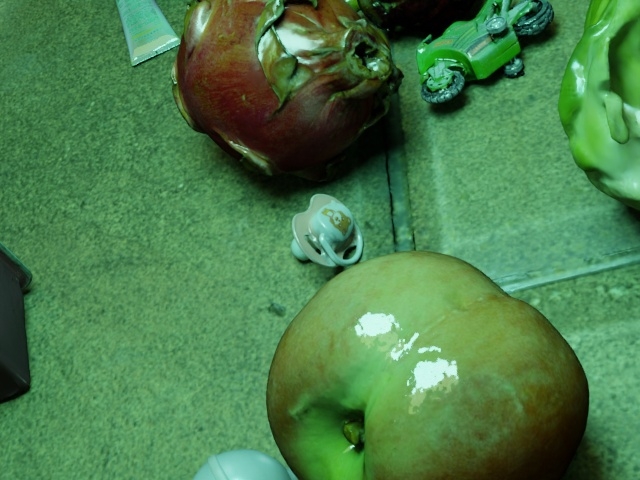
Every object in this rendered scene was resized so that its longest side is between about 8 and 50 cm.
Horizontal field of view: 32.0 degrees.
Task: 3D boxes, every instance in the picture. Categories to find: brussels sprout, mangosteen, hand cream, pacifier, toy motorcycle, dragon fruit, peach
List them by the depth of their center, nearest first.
[{"bbox_3d":[0.090,0.129,0.912,0.252,0.252,0.252,-13,47,15],"label":"peach"},{"bbox_3d":[0.383,-0.192,1.014,0.276,0.315,0.371,23,99,10],"label":"brussels sprout"},{"bbox_3d":[0.000,0.000,1.188,0.078,0.081,0.099,-35,8,39],"label":"pacifier"},{"bbox_3d":[-0.044,-0.185,1.245,0.315,0.250,0.250,20,62,34],"label":"dragon fruit"},{"bbox_3d":[0.179,-0.226,1.293,0.190,0.074,0.106,-39,38,-10],"label":"toy motorcycle"},{"bbox_3d":[0.112,-0.335,1.355,0.172,0.172,0.184,-45,26,-15],"label":"mangosteen"},{"bbox_3d":[-0.259,-0.321,1.598,0.076,0.047,0.174,-26,54,-1],"label":"hand cream"}]

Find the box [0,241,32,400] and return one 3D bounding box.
[{"bbox_3d":[-0.439,0.073,1.177,0.193,0.294,0.167,-22,57,6],"label":"box"}]

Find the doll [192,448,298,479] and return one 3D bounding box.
[{"bbox_3d":[-0.029,0.276,0.904,0.151,0.151,0.287,-36,43,-7],"label":"doll"}]
